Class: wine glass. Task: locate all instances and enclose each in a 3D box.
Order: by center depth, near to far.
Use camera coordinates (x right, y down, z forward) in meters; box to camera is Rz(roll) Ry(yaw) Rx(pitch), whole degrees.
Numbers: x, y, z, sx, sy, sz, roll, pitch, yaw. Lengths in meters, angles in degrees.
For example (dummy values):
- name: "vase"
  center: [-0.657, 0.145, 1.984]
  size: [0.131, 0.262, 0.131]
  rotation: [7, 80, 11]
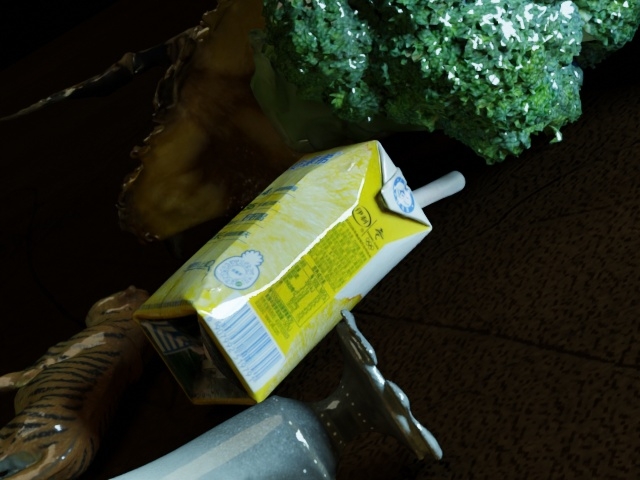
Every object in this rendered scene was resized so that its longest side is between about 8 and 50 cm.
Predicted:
- name: "wine glass"
  center: [-0.036, 0.096, 0.656]
  size: [0.155, 0.072, 0.072]
  rotation: [-33, 15, -1]

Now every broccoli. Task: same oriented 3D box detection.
- name: "broccoli"
  center: [0.050, -0.152, 0.942]
  size: [0.270, 0.270, 0.270]
  rotation: [-48, -1, -41]

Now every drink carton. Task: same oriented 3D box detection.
- name: "drink carton"
  center: [0.000, 0.000, 0.877]
  size: [0.200, 0.074, 0.084]
  rotation: [-45, 19, -31]

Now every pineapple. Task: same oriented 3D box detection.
- name: "pineapple"
  center: [-0.024, -0.122, 1.135]
  size: [0.334, 0.158, 0.161]
  rotation: [-31, 15, 12]

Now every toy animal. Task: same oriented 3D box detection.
- name: "toy animal"
  center: [-0.152, 0.094, 0.931]
  size: [0.099, 0.057, 0.241]
  rotation: [-28, 16, 21]
